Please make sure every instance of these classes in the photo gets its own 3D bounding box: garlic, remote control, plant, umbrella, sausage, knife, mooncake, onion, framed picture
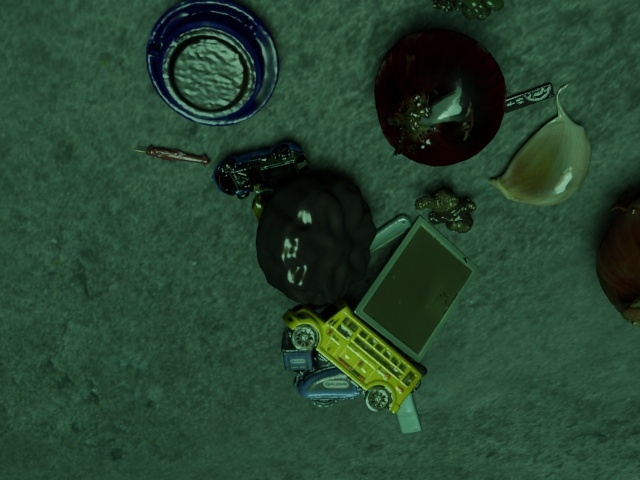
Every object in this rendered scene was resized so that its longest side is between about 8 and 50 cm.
[{"bbox_3d":[0.502,-0.179,1.519,0.149,0.128,0.266,21,111,-23],"label":"garlic"},{"bbox_3d":[0.232,0.468,1.967,0.061,0.029,0.162,-11,121,12],"label":"remote control"},{"bbox_3d":[0.259,-0.463,1.355,0.174,0.087,0.085,21,156,-13],"label":"plant"},{"bbox_3d":[-0.325,-0.188,1.592,0.165,0.025,0.027,9,103,-6],"label":"umbrella"},{"bbox_3d":[-0.073,0.010,1.637,0.082,0.082,0.371,-16,129,13],"label":"sausage"},{"bbox_3d":[0.143,-0.006,1.679,0.162,0.023,0.044,-36,118,22],"label":"knife"},{"bbox_3d":[0.000,0.000,1.551,0.141,0.283,0.283,19,135,44],"label":"mooncake"},{"bbox_3d":[0.245,-0.287,1.411,0.273,0.285,0.273,27,136,29],"label":"onion"},{"bbox_3d":[0.758,0.037,1.526,0.354,0.353,0.353,2,122,2],"label":"onion"},{"bbox_3d":[0.225,0.113,1.666,0.216,0.016,0.273,40,78,-19],"label":"framed picture"}]

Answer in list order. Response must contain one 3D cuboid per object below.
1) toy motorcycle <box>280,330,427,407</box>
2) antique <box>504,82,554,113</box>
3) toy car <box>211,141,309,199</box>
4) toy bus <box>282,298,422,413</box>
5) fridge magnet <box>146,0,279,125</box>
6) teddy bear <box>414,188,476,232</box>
[{"bbox_3d":[0.089,0.311,1.823,0.359,0.125,0.212,-4,120,4],"label":"toy motorcycle"},{"bbox_3d":[0.386,-0.280,1.496,0.192,0.015,0.031,-19,119,14],"label":"antique"},{"bbox_3d":[-0.131,-0.156,1.574,0.216,0.063,0.103,-11,135,13],"label":"toy car"},{"bbox_3d":[0.068,0.248,1.664,0.330,0.144,0.152,41,89,-8],"label":"toy bus"},{"bbox_3d":[-0.215,-0.347,1.432,0.266,0.112,0.265,1,124,2],"label":"fridge magnet"},{"bbox_3d":[0.281,-0.075,1.601,0.119,0.077,0.160,-18,143,34],"label":"teddy bear"}]
